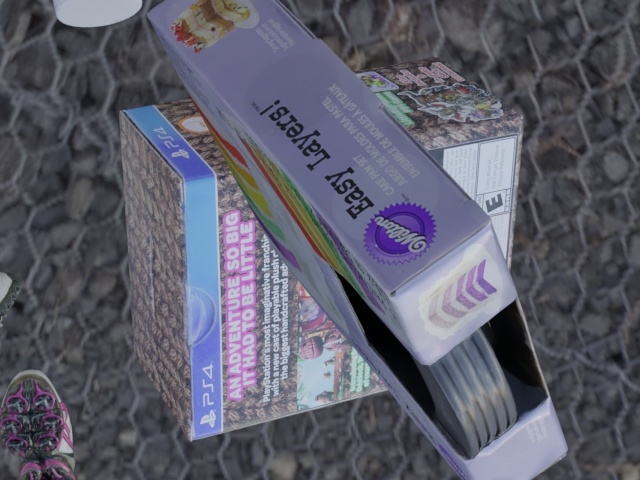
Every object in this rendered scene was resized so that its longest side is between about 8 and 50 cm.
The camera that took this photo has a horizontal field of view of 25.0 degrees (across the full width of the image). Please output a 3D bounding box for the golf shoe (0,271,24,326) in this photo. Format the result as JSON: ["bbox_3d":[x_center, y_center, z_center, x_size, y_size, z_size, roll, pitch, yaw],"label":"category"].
[{"bbox_3d":[-0.442,0.105,1.569,0.120,0.273,0.105,49,148,-5],"label":"golf shoe"}]

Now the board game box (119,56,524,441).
[{"bbox_3d":[0.000,0.000,1.176,0.291,0.141,0.232,-12,121,-22],"label":"board game box"}]

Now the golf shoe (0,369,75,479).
[{"bbox_3d":[-0.297,0.193,1.510,0.067,0.086,0.186,-4,134,-5],"label":"golf shoe"}]

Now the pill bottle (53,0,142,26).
[{"bbox_3d":[-0.219,-0.302,1.328,0.108,0.108,0.194,-12,78,2],"label":"pill bottle"}]

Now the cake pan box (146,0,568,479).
[{"bbox_3d":[0.027,0.001,0.809,0.070,0.267,0.246,-36,144,-5],"label":"cake pan box"}]
